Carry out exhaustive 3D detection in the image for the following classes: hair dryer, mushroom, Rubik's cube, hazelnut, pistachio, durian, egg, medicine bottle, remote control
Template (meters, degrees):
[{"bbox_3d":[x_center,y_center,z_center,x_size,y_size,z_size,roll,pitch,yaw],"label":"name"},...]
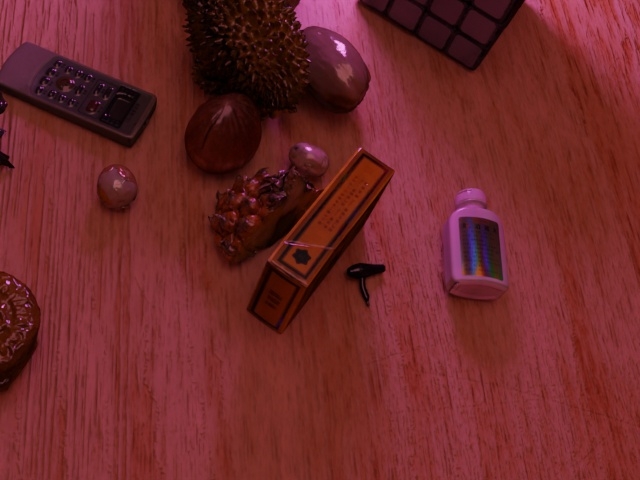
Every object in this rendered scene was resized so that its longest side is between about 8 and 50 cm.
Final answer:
[{"bbox_3d":[0.090,0.082,1.585,0.079,0.031,0.083,-3,75,-29],"label":"hair dryer"},{"bbox_3d":[-0.024,-0.154,1.658,0.083,0.067,0.083,26,21,-11],"label":"mushroom"},{"bbox_3d":[0.330,-0.655,1.891,0.337,0.344,0.344,33,57,4],"label":"Rubik's cube"},{"bbox_3d":[-0.177,-0.202,1.592,0.150,0.150,0.150,8,59,-13],"label":"hazelnut"},{"bbox_3d":[0.020,-0.349,1.745,0.144,0.144,0.215,-19,55,-26],"label":"pistachio"},{"bbox_3d":[-0.138,-0.384,1.652,0.258,0.258,0.293,-19,70,-26],"label":"durian"},{"bbox_3d":[-0.363,-0.099,1.518,0.071,0.071,0.083,-12,62,-23],"label":"egg"},{"bbox_3d":[0.298,0.004,1.656,0.115,0.078,0.219,8,59,-10],"label":"medicine bottle"},{"bbox_3d":[-0.460,-0.281,1.613,0.285,0.038,0.123,25,57,-2],"label":"remote control"}]

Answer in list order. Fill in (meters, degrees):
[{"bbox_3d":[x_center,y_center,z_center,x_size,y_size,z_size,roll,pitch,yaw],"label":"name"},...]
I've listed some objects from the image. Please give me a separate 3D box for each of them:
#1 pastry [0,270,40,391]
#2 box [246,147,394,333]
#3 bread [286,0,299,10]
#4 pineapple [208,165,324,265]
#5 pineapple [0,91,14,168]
[{"bbox_3d":[-0.526,0.141,1.309,0.189,0.103,0.188,7,60,-12],"label":"pastry"},{"bbox_3d":[0.000,0.000,1.499,0.084,0.193,0.301,34,57,6],"label":"box"},{"bbox_3d":[-0.130,-0.730,1.760,0.279,0.390,0.371,10,43,-27],"label":"bread"},{"bbox_3d":[-0.106,-0.089,1.543,0.250,0.164,0.140,-37,69,-27],"label":"pineapple"},{"bbox_3d":[-0.664,-0.259,1.458,0.223,0.223,0.357,-36,94,-30],"label":"pineapple"}]
